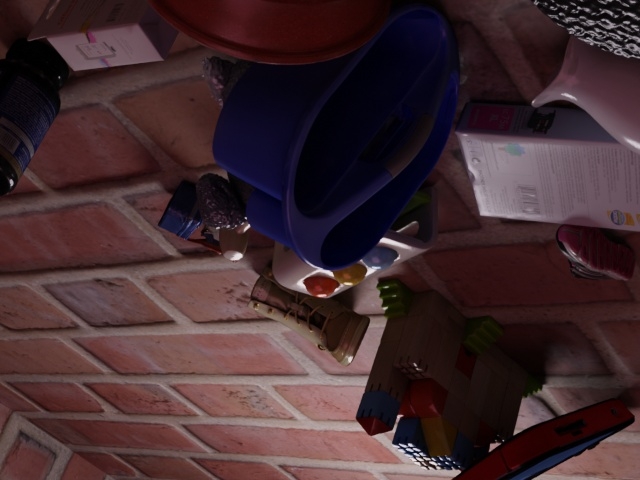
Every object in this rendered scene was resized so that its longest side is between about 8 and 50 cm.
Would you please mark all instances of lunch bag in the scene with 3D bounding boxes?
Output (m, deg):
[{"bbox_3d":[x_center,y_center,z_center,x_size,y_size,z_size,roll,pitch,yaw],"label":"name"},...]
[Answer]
[{"bbox_3d":[-0.227,-0.045,1.738,0.065,0.067,0.098,28,150,-11],"label":"lunch bag"}]

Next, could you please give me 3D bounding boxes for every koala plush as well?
[{"bbox_3d":[-0.072,-0.155,1.399,0.196,0.203,0.221,-2,123,19],"label":"koala plush"}]

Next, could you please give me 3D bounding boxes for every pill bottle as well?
[{"bbox_3d":[-0.455,-0.184,1.503,0.122,0.219,0.123,16,149,10],"label":"pill bottle"}]

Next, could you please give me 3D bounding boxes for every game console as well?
[{"bbox_3d":[0.353,0.402,1.823,0.386,0.060,0.342,-3,145,-48],"label":"game console"}]

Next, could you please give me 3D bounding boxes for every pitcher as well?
[{"bbox_3d":[0.357,-0.182,1.125,0.207,0.125,0.178,26,136,13],"label":"pitcher"}]

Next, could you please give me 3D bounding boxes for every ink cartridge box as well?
[{"bbox_3d":[-0.271,-0.285,1.331,0.198,0.115,0.067,1,145,32],"label":"ink cartridge box"},{"bbox_3d":[0.342,-0.090,1.323,0.311,0.065,0.186,9,149,25],"label":"ink cartridge box"}]

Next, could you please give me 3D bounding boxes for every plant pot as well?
[{"bbox_3d":[-0.031,-0.353,0.955,0.272,0.272,0.265,21,142,0],"label":"plant pot"}]

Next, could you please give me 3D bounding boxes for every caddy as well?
[{"bbox_3d":[0.040,-0.128,1.197,0.179,0.341,0.241,21,152,33],"label":"caddy"}]

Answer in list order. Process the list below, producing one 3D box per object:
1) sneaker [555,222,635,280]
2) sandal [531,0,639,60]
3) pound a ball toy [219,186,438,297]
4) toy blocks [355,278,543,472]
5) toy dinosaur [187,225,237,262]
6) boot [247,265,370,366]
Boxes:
[{"bbox_3d":[0.373,0.020,1.460,0.170,0.063,0.074,21,159,-41],"label":"sneaker"},{"bbox_3d":[0.404,-0.242,0.980,0.445,0.107,0.168,16,149,19],"label":"sandal"},{"bbox_3d":[0.000,0.000,1.557,0.208,0.136,0.319,18,153,-28],"label":"pound a ball toy"},{"bbox_3d":[0.216,0.277,1.794,0.190,0.261,0.381,-14,135,45],"label":"toy blocks"},{"bbox_3d":[-0.182,0.015,1.807,0.082,0.090,0.047,54,162,42],"label":"toy dinosaur"},{"bbox_3d":[-0.026,0.126,1.806,0.203,0.095,0.262,29,180,-8],"label":"boot"}]
